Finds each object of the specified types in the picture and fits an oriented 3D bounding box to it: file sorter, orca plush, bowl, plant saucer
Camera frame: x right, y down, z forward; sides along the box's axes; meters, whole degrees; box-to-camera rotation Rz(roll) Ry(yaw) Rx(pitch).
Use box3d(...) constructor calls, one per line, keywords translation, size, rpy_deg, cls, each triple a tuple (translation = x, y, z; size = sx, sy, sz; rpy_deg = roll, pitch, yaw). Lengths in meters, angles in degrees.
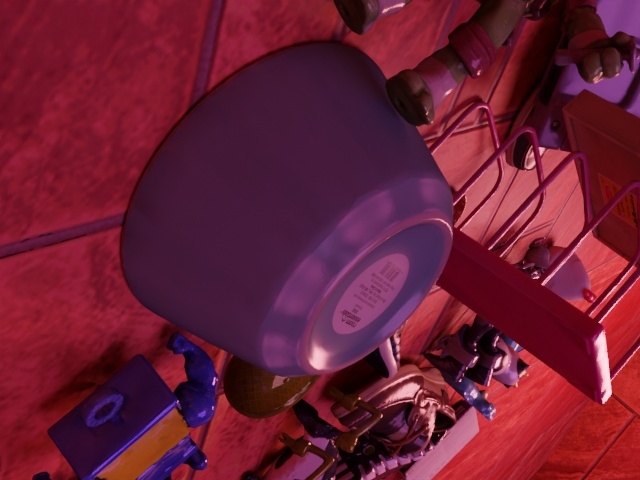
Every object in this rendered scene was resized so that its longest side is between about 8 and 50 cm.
box3d(translation=(0.247, 0.002, 0.886), size=(0.182, 0.291, 0.202), rpy_deg=(-46, 145, -8), cls="file sorter")
box3d(translation=(-0.040, 0.330, 1.182), size=(0.151, 0.102, 0.287), rpy_deg=(4, 126, 1), cls="orca plush")
box3d(translation=(0.000, 0.000, 0.698), size=(0.312, 0.163, 0.311), rpy_deg=(-33, 148, -24), cls="bowl")
box3d(translation=(0.159, -0.031, 1.030), size=(0.083, 0.013, 0.083), rpy_deg=(-34, 149, -24), cls="plant saucer")

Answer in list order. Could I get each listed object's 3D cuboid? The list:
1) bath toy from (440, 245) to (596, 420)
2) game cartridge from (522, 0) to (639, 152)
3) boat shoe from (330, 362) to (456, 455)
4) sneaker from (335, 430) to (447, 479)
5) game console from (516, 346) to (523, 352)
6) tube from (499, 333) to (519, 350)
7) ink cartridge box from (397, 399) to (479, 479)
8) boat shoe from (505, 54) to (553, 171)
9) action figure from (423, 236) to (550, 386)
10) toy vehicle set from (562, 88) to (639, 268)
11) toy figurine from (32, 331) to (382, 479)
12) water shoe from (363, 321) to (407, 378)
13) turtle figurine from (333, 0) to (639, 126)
box3d(translation=(0.387, 0.172, 1.479), size=(0.348, 0.129, 0.151), rpy_deg=(-52, 151, 8), cls="bath toy")
box3d(translation=(0.399, -0.252, 0.878), size=(0.230, 0.068, 0.355), rpy_deg=(9, 121, -11), cls="game cartridge")
box3d(translation=(0.137, 0.279, 1.254), size=(0.123, 0.123, 0.342), rpy_deg=(-35, 158, 17), cls="boat shoe")
box3d(translation=(0.092, 0.396, 1.411), size=(0.281, 0.106, 0.162), rpy_deg=(-20, 148, -25), cls="sneaker")
box3d(translation=(0.474, 0.239, 1.733), size=(0.144, 0.124, 0.085), rpy_deg=(-18, 114, -43), cls="game console")
box3d(translation=(0.417, 0.139, 1.571), size=(0.207, 0.052, 0.080), rpy_deg=(-59, 161, 10), cls="tube")
box3d(translation=(0.265, 0.461, 1.766), size=(0.223, 0.045, 0.224), rpy_deg=(-41, 150, -12), cls="ink cartridge box")
box3d(translation=(0.310, -0.174, 0.989), size=(0.080, 0.073, 0.223), rpy_deg=(-15, 138, -43), cls="boat shoe")
box3d(translation=(0.302, 0.113, 1.331), size=(0.185, 0.099, 0.285), rpy_deg=(11, 115, -50), cls="action figure")
box3d(translation=(0.368, -0.041, 0.891), size=(0.035, 0.166, 0.267), rpy_deg=(-41, 140, -4), cls="toy vehicle set")
box3d(translation=(-0.133, 0.186, 0.736), size=(0.363, 0.191, 0.217), rpy_deg=(-39, 145, -11), cls="toy figurine")
box3d(translation=(0.095, 0.125, 1.079), size=(0.080, 0.073, 0.203), rpy_deg=(-42, 153, -17), cls="water shoe")
box3d(translation=(0.162, -0.212, 0.591), size=(0.266, 0.274, 0.197), rpy_deg=(-34, 134, -6), cls="turtle figurine")
